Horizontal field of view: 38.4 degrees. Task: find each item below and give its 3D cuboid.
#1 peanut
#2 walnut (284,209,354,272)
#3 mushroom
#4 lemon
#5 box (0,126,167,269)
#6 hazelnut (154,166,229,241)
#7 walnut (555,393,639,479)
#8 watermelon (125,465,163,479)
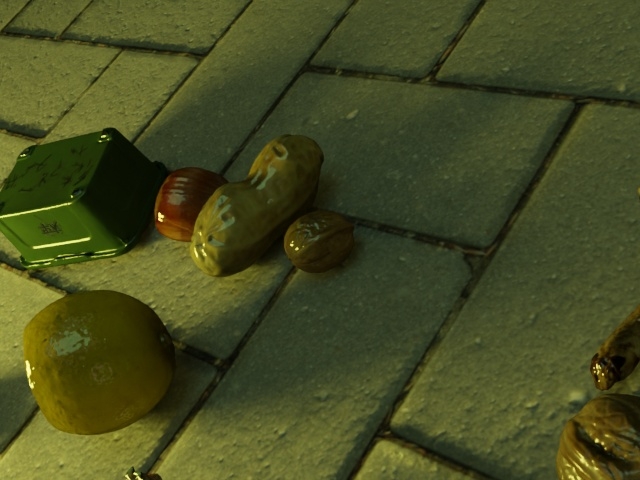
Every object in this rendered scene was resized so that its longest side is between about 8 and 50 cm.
[{"bbox_3d":[-0.110,-0.062,1.638,0.305,0.147,0.147,-41,42,-8],"label":"peanut"},{"bbox_3d":[0.000,0.000,1.545,0.124,0.105,0.105,-30,42,6],"label":"walnut"},{"bbox_3d":[0.456,0.022,1.193,0.301,0.208,0.233,-29,0,22],"label":"mushroom"},{"bbox_3d":[-0.347,0.191,1.500,0.219,0.240,0.240,-18,43,2],"label":"lemon"},{"bbox_3d":[-0.507,-0.094,1.902,0.328,0.178,0.253,-7,47,28],"label":"box"},{"bbox_3d":[-0.236,-0.064,1.744,0.150,0.150,0.150,-18,45,19],"label":"hazelnut"},{"bbox_3d":[0.353,0.256,1.046,0.155,0.155,0.184,-44,40,-9],"label":"walnut"},{"bbox_3d":[-0.225,0.492,1.192,0.264,0.151,0.302,27,81,51],"label":"watermelon"}]
